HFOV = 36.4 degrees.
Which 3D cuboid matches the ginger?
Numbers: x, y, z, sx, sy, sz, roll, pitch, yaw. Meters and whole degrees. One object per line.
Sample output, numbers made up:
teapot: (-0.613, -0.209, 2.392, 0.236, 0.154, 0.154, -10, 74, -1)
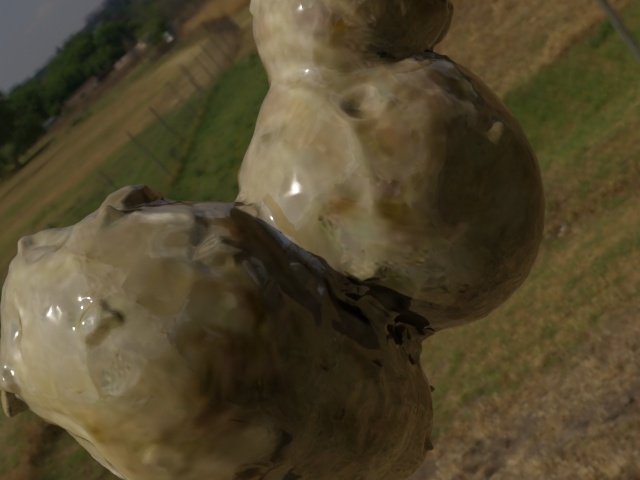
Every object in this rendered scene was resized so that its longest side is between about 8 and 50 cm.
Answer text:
ginger: (0.000, 0.000, 0.494, 0.304, 0.244, 0.155, -57, 21, -8)
